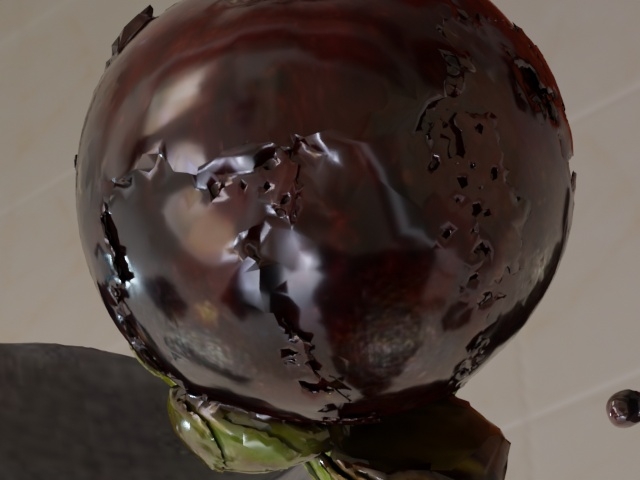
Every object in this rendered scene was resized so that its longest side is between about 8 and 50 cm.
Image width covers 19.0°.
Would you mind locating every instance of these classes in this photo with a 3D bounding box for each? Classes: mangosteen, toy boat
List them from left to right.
[{"bbox_3d":[-0.166,0.153,0.866,0.276,0.293,0.111,15,-139,-39],"label":"toy boat"},{"bbox_3d":[0.000,0.000,0.598,0.166,0.166,0.180,-30,-55,-59],"label":"mangosteen"}]

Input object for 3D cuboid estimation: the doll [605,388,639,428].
[{"bbox_3d":[0.221,0.127,0.812,0.228,0.154,0.258,54,-164,-58],"label":"doll"}]
